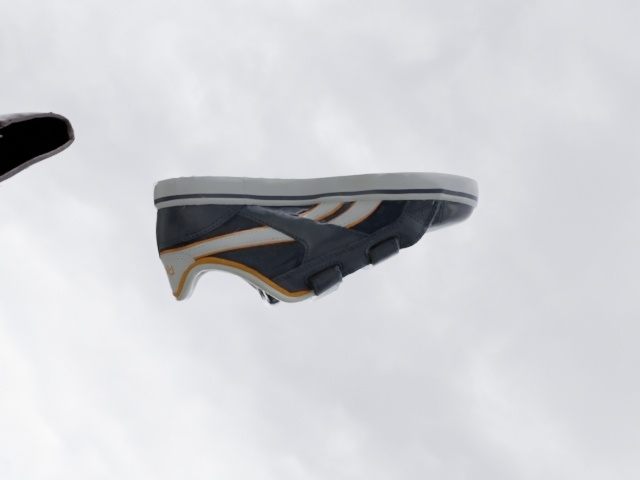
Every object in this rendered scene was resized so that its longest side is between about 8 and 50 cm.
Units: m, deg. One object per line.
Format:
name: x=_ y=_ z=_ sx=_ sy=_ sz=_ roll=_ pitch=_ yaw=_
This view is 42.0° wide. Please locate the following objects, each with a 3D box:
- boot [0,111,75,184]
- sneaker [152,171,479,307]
boot: x=-0.225 y=-0.040 z=0.513 sx=0.207 sy=0.248 sz=0.090 roll=-9 pitch=-75 yaw=26
sneaker: x=0.000 y=0.000 z=0.822 sx=0.126 sy=0.321 sz=0.127 roll=138 pitch=-51 yaw=-81
